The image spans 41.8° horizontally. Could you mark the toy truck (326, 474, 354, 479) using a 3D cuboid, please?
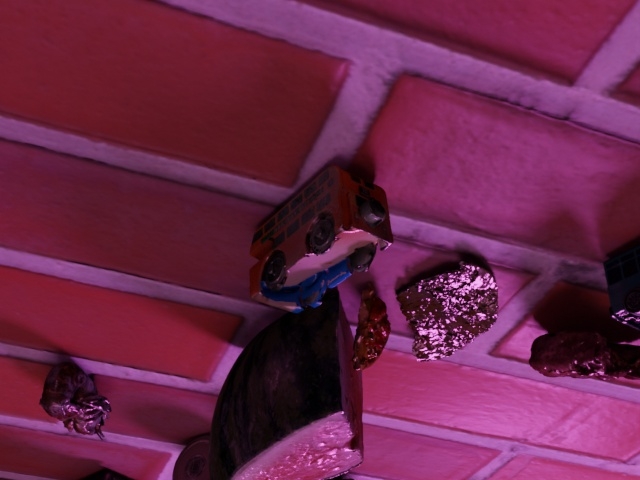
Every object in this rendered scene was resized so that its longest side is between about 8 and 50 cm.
[{"bbox_3d":[0.029,0.512,1.458,0.127,0.127,0.257,-4,126,-6],"label":"toy truck"}]

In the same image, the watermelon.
[{"bbox_3d":[-0.006,0.202,1.034,0.201,0.212,0.262,23,136,-25],"label":"watermelon"}]

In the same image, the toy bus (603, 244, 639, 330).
[{"bbox_3d":[0.397,0.032,0.910,0.079,0.091,0.160,22,143,-31],"label":"toy bus"}]

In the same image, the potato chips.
[{"bbox_3d":[0.155,0.088,1.041,0.142,0.026,0.209,16,139,-14],"label":"potato chips"}]

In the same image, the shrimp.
[{"bbox_3d":[-0.343,0.245,1.210,0.090,0.079,0.233,2,147,7],"label":"shrimp"}]

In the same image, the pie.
[{"bbox_3d":[0.365,0.143,1.023,0.219,0.054,0.204,3,170,-2],"label":"pie"}]

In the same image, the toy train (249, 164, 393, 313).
[{"bbox_3d":[0.000,0.000,0.877,0.072,0.099,0.188,24,135,-30],"label":"toy train"}]

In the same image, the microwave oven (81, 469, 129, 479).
[{"bbox_3d":[-0.351,0.540,1.494,0.178,0.188,0.247,-32,127,27],"label":"microwave oven"}]

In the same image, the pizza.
[{"bbox_3d":[0.064,0.119,1.020,0.029,0.099,0.100,3,144,25],"label":"pizza"}]

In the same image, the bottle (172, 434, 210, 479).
[{"bbox_3d":[-0.132,0.414,1.386,0.110,0.110,0.233,-21,136,25],"label":"bottle"}]
